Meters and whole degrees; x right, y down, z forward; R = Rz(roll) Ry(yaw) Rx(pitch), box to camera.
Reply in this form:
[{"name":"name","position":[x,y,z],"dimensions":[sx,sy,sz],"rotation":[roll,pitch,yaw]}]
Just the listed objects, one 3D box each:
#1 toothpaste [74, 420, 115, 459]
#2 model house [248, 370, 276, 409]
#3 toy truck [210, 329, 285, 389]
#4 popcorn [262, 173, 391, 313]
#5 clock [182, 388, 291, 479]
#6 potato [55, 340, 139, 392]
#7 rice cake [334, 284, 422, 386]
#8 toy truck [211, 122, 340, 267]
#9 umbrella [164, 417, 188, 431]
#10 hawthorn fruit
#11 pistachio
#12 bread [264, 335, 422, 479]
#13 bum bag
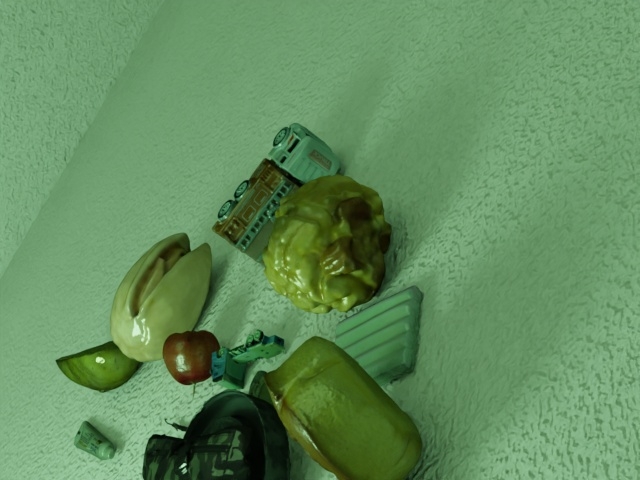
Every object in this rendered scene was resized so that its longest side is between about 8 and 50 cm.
[{"name":"toothpaste","position":[-0.530,0.475,2.366],"dimensions":[0.255,0.037,0.067],"rotation":[3,69,60]},{"name":"model house","position":[-0.112,0.291,1.912],"dimensions":[0.083,0.066,0.078],"rotation":[20,92,60]},{"name":"toy truck","position":[-0.144,0.242,2.017],"dimensions":[0.175,0.067,0.081],"rotation":[-26,47,36]},{"name":"popcorn","position":[0.000,0.000,1.898],"dimensions":[0.265,0.225,0.332],"rotation":[-62,21,-6]},{"name":"clock","position":[-0.165,0.425,1.801],"dimensions":[0.312,0.061,0.312],"rotation":[-30,51,44]},{"name":"potato","position":[-0.522,0.308,2.440],"dimensions":[0.272,0.160,0.111],"rotation":[-17,90,51]},{"name":"rice cake","position":[0.089,0.185,1.757],"dimensions":[0.198,0.037,0.189],"rotation":[-26,42,41]},{"name":"toy truck","position":[-0.087,-0.096,2.183],"dimensions":[0.305,0.136,0.162],"rotation":[-53,26,3]},{"name":"umbrella","position":[-0.291,0.395,2.123],"dimensions":[0.122,0.022,0.013],"rotation":[9,42,47]},{"name":"hawthorn fruit","position":[-0.269,0.251,2.143],"dimensions":[0.125,0.140,0.125],"rotation":[-38,-4,-3]},{"name":"pistachio","position":[-0.359,0.130,2.323],"dimensions":[0.193,0.214,0.318],"rotation":[26,67,17]},{"name":"bread","position":[0.037,0.272,1.527],"dimensions":[0.148,0.270,0.270],"rotation":[-45,30,2]},{"name":"bum bag","position":[-0.226,0.403,1.763],"dimensions":[0.340,0.095,0.144],"rotation":[-16,59,47]}]
